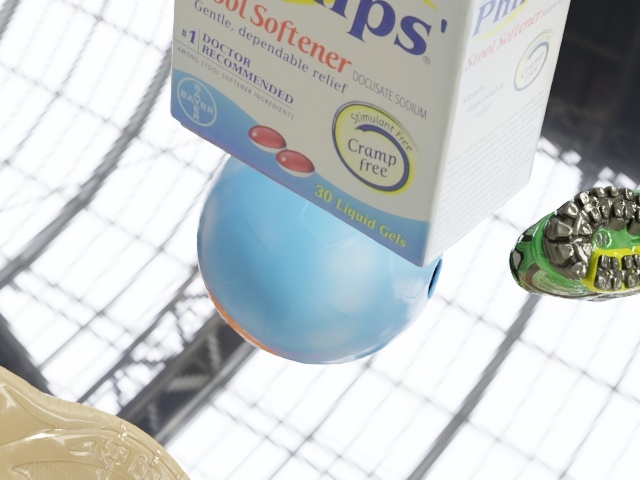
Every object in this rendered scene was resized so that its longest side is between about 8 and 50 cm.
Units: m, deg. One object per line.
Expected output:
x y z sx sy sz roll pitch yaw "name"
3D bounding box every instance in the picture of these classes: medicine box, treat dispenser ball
0.033 -0.174 1.210 0.263 0.149 0.289 32 -41 25 "medicine box"
0.000 0.000 1.889 0.288 0.288 0.288 28 -38 24 "treat dispenser ball"

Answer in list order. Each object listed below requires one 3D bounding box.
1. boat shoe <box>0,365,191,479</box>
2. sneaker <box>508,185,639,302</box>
-0.193 0.145 1.068 0.285 0.103 0.092 34 -16 -30 "boat shoe"
0.350 -0.004 1.716 0.146 0.343 0.134 -20 -107 61 "sneaker"
